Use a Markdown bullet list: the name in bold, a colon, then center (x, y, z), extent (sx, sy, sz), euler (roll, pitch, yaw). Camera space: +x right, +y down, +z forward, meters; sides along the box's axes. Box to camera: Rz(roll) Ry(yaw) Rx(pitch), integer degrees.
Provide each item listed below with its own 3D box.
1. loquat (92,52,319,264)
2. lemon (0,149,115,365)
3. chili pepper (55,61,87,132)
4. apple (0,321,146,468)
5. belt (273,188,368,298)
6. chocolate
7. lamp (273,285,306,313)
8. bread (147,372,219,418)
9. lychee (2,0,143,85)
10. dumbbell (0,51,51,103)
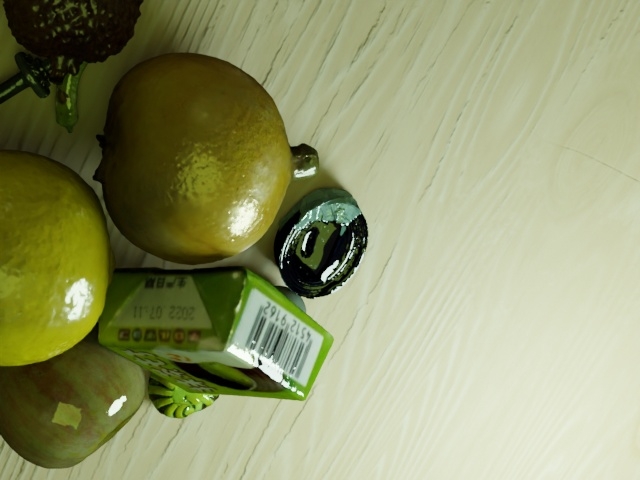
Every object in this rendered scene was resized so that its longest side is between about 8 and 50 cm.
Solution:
- **loquat**: center (-0.173, -0.123, 1.697), extent (0.360, 0.328, 0.328), euler (1, 114, -23)
- **lemon**: center (-0.476, 0.027, 1.645), extent (0.348, 0.348, 0.348), euler (-6, 115, -13)
- **chili pepper**: center (-0.381, -0.266, 1.730), extent (0.049, 0.043, 0.208), euler (20, 107, -10)
- **apple**: center (-0.431, 0.247, 1.843), extent (0.234, 0.257, 0.257), euler (41, 99, 4)
- **belt**: center (0.000, 0.000, 1.938), extent (0.151, 0.078, 0.198), euler (26, 106, -20)
- **chocolate**: center (-0.176, 0.155, 1.791), extent (0.301, 0.289, 0.137), euler (43, 54, -51)
- **lamp**: center (-0.076, 0.132, 1.961), extent (0.105, 0.105, 0.105), euler (-6, 115, -13)
- **bread**: center (-0.243, 0.262, 1.995), extent (0.139, 0.071, 0.130), euler (-3, 110, -15)
- **lychee**: center (-0.363, -0.345, 1.617), extent (0.200, 0.200, 0.238), euler (11, 92, -20)
- **dumbbell**: center (-0.492, -0.226, 1.695), extent (0.254, 0.081, 0.081), euler (-32, 118, 0)
